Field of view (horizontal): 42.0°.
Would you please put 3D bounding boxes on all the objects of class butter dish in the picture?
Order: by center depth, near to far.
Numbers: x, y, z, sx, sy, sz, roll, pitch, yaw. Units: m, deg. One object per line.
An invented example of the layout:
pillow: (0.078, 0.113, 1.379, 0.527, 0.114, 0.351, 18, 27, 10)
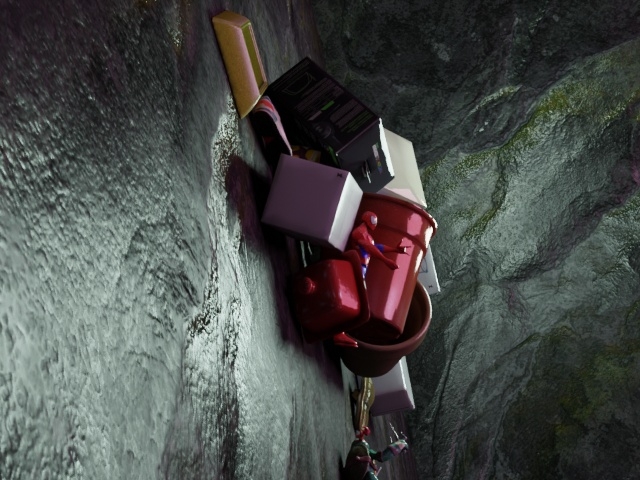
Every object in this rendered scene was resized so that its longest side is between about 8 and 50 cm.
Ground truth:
butter dish: (-0.002, 0.101, 1.620, 0.118, 0.160, 0.160, 25, 48, -52)

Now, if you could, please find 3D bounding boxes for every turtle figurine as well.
turtle figurine: (0.102, 0.497, 1.769, 0.175, 0.118, 0.234, -59, -163, 31)

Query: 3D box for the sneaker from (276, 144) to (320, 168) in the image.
sneaker: (-0.069, -0.143, 1.781, 0.185, 0.084, 0.069, -53, 157, -50)

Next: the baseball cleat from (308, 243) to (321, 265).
baseball cleat: (0.000, 0.000, 1.999, 0.109, 0.072, 0.206, -60, 134, -70)

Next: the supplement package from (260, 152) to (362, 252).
supplement package: (-0.011, -0.067, 1.606, 0.244, 0.134, 0.139, 36, 70, -79)

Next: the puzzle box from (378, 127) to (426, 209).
puzzle box: (0.098, -0.242, 2.262, 0.409, 0.052, 0.272, 23, 41, -28)

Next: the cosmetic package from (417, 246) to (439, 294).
cosmetic package: (0.174, -0.002, 2.477, 0.097, 0.284, 0.377, -54, 130, -84)

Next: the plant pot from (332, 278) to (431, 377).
plant pot: (0.128, 0.219, 2.069, 0.229, 0.263, 0.263, 97, -11, -51)

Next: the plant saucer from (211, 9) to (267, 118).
plant saucer: (-0.145, -0.342, 1.582, 0.188, 0.045, 0.188, -83, 159, -70)

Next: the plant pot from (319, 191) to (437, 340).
plant pot: (0.105, 0.070, 1.867, 0.272, 0.272, 0.265, 63, 37, -62)

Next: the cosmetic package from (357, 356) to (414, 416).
cosmetic package: (0.181, 0.376, 2.458, 0.224, 0.138, 0.224, 66, 13, -62)

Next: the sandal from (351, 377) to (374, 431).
sandal: (0.103, 0.419, 2.171, 0.180, 0.049, 0.072, -72, 146, -47)

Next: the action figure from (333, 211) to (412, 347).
action figure: (0.112, 0.079, 1.700, 0.091, 0.139, 0.280, 82, 16, -77)

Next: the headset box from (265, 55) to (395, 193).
headset box: (0.033, -0.238, 1.914, 0.283, 0.131, 0.246, 45, -11, 28)

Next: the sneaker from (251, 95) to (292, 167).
sneaker: (-0.093, -0.223, 1.697, 0.161, 0.057, 0.075, 66, 23, -45)
